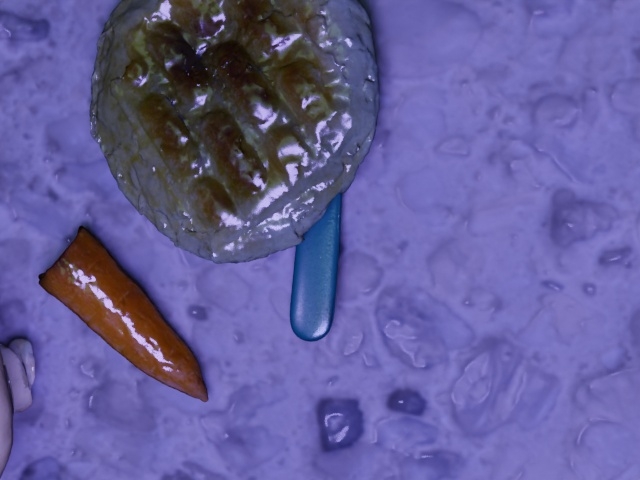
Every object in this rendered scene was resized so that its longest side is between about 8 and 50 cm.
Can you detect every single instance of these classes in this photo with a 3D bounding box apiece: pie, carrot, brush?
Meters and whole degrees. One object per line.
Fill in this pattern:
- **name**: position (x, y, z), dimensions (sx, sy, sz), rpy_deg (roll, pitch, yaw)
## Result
- **pie**: position (-0.083, -0.136, 1.656), dimensions (0.306, 0.071, 0.306), rpy_deg (0, 89, 12)
- **carrot**: position (-0.179, 0.080, 1.702), dimensions (0.205, 0.072, 0.072), rpy_deg (44, 101, 2)
- **brush**: position (0.000, 0.000, 1.684), dimensions (0.043, 0.032, 0.193), rpy_deg (3, 84, 15)

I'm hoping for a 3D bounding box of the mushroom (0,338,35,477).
- **mushroom**: position (-0.369, 0.144, 1.683), dimensions (0.246, 0.202, 0.246), rpy_deg (10, 102, 52)
